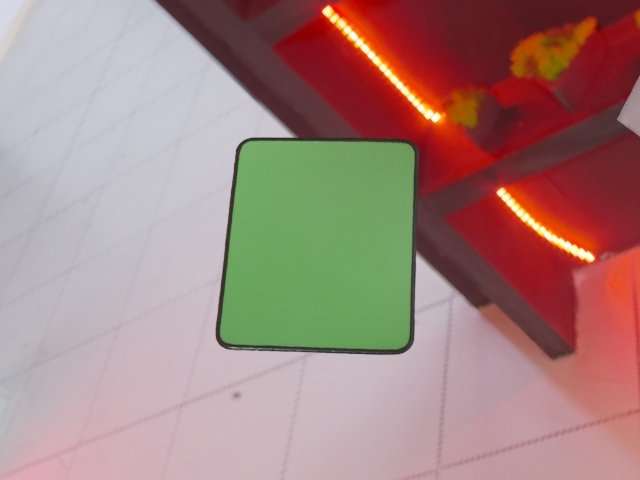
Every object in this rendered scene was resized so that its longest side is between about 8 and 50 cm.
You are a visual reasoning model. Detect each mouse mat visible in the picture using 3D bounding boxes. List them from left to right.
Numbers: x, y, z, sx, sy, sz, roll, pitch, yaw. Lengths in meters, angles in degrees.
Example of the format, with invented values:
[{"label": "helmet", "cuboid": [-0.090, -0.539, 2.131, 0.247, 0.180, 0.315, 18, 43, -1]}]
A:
[{"label": "mouse mat", "cuboid": [0.000, 0.000, 0.872, 0.153, 0.007, 0.189, 2, 63, 5]}]

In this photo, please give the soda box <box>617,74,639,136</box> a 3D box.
[{"label": "soda box", "cuboid": [0.371, -0.065, 0.869, 0.286, 0.091, 0.098, 52, 128, 45]}]
